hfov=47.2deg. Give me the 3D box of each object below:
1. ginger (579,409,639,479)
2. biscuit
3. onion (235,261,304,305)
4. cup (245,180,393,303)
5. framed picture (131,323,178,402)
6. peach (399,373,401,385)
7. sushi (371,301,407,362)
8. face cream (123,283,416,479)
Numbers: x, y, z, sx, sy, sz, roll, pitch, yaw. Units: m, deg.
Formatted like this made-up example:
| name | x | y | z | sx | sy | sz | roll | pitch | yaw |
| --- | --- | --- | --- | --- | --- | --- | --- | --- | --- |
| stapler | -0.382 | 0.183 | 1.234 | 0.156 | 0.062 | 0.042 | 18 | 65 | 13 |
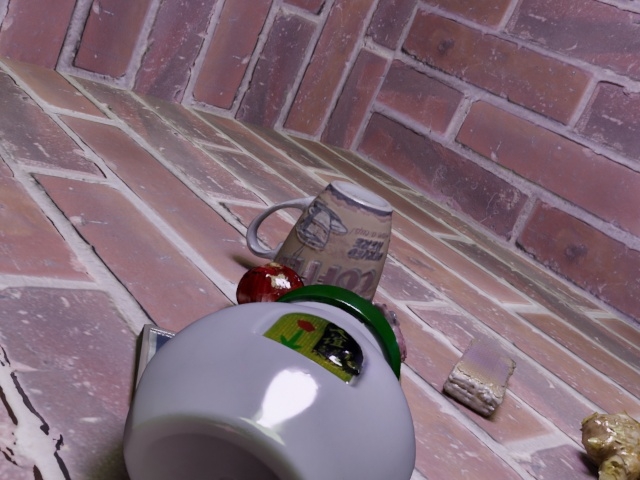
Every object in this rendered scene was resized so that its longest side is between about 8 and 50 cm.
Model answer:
| name | x | y | z | sx | sy | sz | roll | pitch | yaw |
| --- | --- | --- | --- | --- | --- | --- | --- | --- | --- |
| ginger | 0.550 | 0.383 | 1.336 | 0.216 | 0.102 | 0.157 | 18 | 40 | -30 |
| biscuit | 0.318 | 0.267 | 1.445 | 0.108 | 0.061 | 0.239 | 31 | 18 | 15 |
| onion | -0.086 | 0.100 | 1.298 | 0.131 | 0.131 | 0.131 | 22 | 16 | -7 |
| cup | 0.000 | 0.000 | 1.496 | 0.301 | 0.256 | 0.227 | 26 | 13 | 12 |
| framed picture | -0.139 | 0.209 | 1.048 | 0.260 | 0.023 | 0.189 | 20 | 19 | -17 |
| peach | 0.094 | 0.229 | 1.210 | 0.083 | 0.083 | 0.083 | 22 | 16 | -7 |
| sushi | 0.020 | 0.181 | 1.155 | 0.241 | 0.107 | 0.161 | 2 | 40 | 35 |
| face cream | -0.042 | 0.199 | 0.841 | 0.313 | 0.219 | 0.357 | 27 | 19 | 9 |
